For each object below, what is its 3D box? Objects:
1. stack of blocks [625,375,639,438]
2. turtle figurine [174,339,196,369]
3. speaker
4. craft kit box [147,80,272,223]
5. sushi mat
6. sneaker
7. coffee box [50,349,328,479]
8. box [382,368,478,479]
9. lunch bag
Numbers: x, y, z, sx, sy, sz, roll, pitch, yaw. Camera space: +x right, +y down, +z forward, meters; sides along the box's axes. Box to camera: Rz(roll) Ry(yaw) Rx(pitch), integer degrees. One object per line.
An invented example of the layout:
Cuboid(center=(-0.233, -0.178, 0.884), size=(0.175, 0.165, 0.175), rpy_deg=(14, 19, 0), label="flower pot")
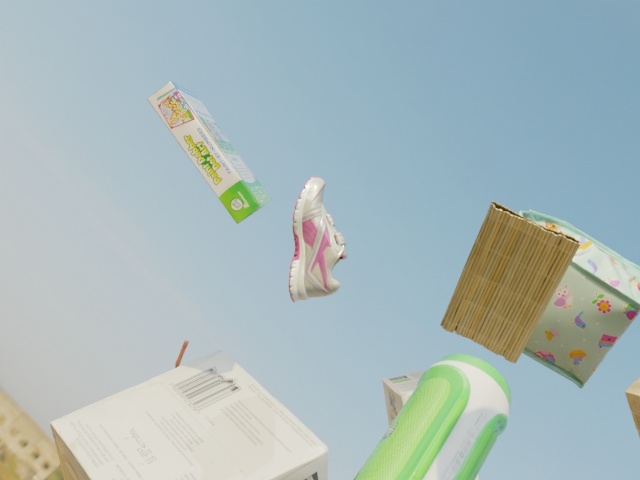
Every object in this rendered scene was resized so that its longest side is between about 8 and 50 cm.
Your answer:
Cuboid(center=(0.653, 0.343, 1.465), size=(0.087, 0.171, 0.297), rpy_deg=(10, -51, 56), label="stack of blocks")
Cuboid(center=(-0.231, 0.354, 1.832), size=(0.087, 0.270, 0.217), rpy_deg=(-9, -11, 35), label="turtle figurine")
Cuboid(center=(0.122, 0.268, 0.991), size=(0.131, 0.296, 0.131), rpy_deg=(21, -47, 24), label="speaker")
Cuboid(center=(-0.181, -0.149, 1.439), size=(0.247, 0.061, 0.250), rpy_deg=(52, 4, -3), label="craft kit box")
Cuboid(center=(0.307, 0.080, 1.398), size=(0.151, 0.019, 0.316), rpy_deg=(24, -44, 11), label="sushi mat")
Cuboid(center=(0.000, 0.000, 1.661), size=(0.111, 0.252, 0.103), rpy_deg=(3, -4, 2), label="sneaker")
Cuboid(center=(-0.218, 0.456, 1.446), size=(0.337, 0.338, 0.334), rpy_deg=(34, -46, 44), label="coffee box")
Cuboid(center=(0.179, 0.321, 1.356), size=(0.103, 0.114, 0.203), rpy_deg=(-157, -122, -76), label="box")
Cuboid(center=(0.418, 0.094, 1.494), size=(0.262, 0.160, 0.223), rpy_deg=(33, -56, 15), label="lunch bag")
